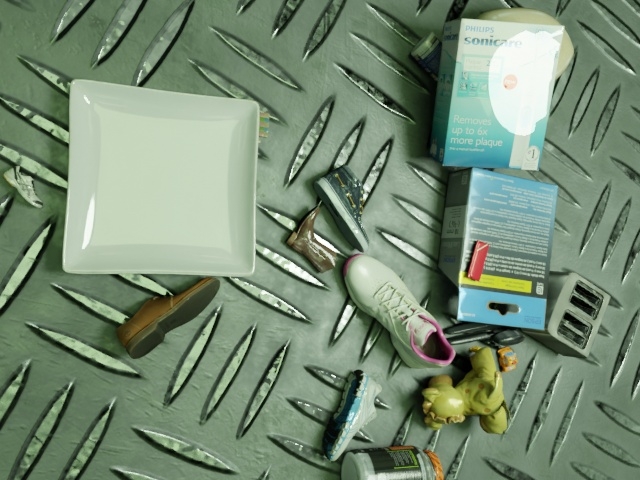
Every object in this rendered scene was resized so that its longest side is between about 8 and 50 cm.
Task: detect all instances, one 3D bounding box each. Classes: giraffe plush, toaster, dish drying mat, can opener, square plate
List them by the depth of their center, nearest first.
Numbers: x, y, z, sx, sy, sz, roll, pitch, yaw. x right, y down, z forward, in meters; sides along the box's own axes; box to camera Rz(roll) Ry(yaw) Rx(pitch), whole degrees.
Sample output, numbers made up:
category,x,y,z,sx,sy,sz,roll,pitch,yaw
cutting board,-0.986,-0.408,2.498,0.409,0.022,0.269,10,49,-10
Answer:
category,x,y,z,sx,sy,sz,roll,pitch,yaw
square plate,-0.290,-0.108,1.066,0.344,0.049,0.347,2,87,-20
dish drying mat,0.336,0.043,1.203,0.032,0.008,0.083,19,82,-19
giraffe plush,0.303,0.343,1.224,0.171,0.210,0.181,-10,96,8
can opener,0.371,0.207,1.298,0.186,0.073,0.059,0,96,-11
toaster,0.576,0.168,1.347,0.186,0.110,0.168,31,77,-17

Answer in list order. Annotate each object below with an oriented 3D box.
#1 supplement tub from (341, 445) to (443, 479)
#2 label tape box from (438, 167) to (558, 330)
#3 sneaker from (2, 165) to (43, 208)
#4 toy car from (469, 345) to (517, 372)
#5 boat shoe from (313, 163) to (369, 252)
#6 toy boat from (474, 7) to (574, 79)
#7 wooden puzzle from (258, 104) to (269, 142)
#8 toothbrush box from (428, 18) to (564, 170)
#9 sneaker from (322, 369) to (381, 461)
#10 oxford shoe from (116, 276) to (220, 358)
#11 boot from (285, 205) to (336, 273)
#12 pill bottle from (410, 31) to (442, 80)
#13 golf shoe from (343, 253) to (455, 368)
category,x,y,z,sx,sy,sz,roll,pitch,yaw
supplement tub,0.148,0.488,1.171,0.190,0.117,0.117,4,87,-20
label tape box,0.398,0.021,1.288,0.241,0.106,0.333,9,86,-19
sneaker,-0.512,-0.095,0.991,0.037,0.032,0.083,-44,103,-16
toy car,0.407,0.278,1.316,0.122,0.040,0.060,6,86,-21
boat shoe,0.068,-0.069,1.189,0.083,0.065,0.183,-35,99,-17
toy boat,0.465,-0.506,1.328,0.268,0.148,0.318,4,94,-15
wooden puzzle,-0.130,-0.238,1.153,0.049,0.006,0.083,6,86,-20
toothbrush box,0.365,-0.308,1.207,0.216,0.126,0.295,3,107,-6
sneaker,0.074,0.372,1.175,0.083,0.071,0.190,32,78,-22
oxford shoe,-0.282,0.124,1.054,0.212,0.076,0.076,-35,60,-28
boot,0.000,0.000,1.176,0.114,0.037,0.106,39,89,-12
pill bottle,0.266,-0.403,1.275,0.120,0.067,0.067,42,75,-14
golf shoe,0.171,0.147,1.182,0.115,0.140,0.306,-44,101,-15
